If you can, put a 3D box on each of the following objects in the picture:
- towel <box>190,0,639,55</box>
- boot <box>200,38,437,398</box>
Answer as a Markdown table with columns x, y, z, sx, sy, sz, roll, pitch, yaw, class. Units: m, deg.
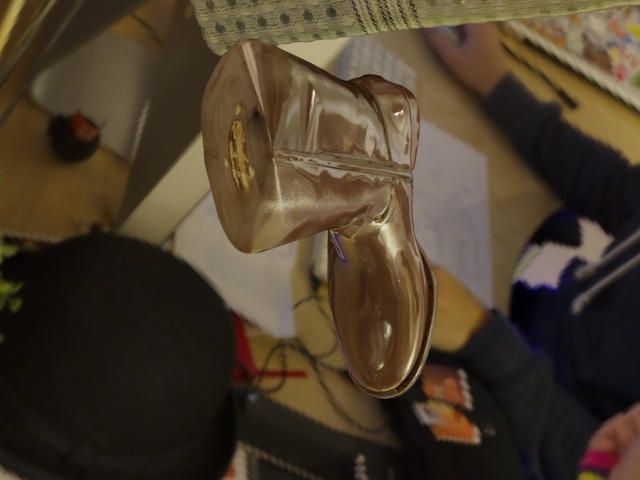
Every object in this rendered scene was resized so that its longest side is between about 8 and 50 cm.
| x | y | z | sx | sy | sz | roll | pitch | yaw | class |
| --- | --- | --- | --- | --- | --- | --- | --- | --- | --- |
| 0.027 | -0.262 | 0.780 | 0.056 | 0.324 | 0.312 | -52 | 132 | -47 | towel |
| 0.000 | 0.000 | 0.390 | 0.114 | 0.037 | 0.106 | -7 | 94 | -69 | boot |
